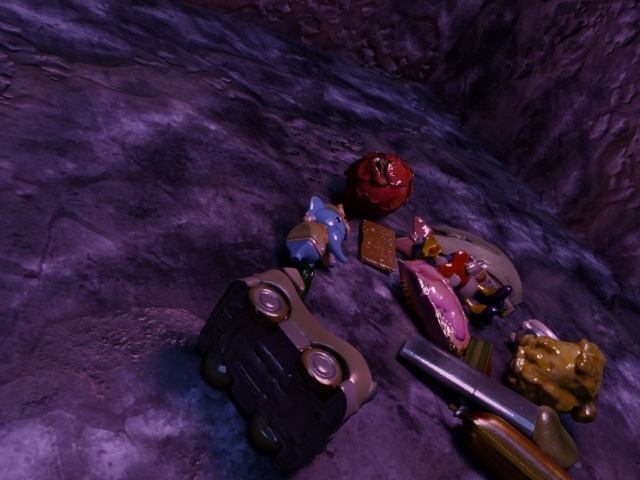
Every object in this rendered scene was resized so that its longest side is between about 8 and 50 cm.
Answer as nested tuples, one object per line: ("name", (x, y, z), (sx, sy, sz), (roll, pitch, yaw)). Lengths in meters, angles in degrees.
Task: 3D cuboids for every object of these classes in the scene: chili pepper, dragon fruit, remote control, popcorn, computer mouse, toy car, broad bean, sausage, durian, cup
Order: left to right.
("toy car", (-0.056, 0.236, 1.096), (0.336, 0.242, 0.226), (46, 29, 20))
("chili pepper", (-0.065, 0.117, 1.417), (0.073, 0.050, 0.182), (50, 37, 10))
("dragon fruit", (0.196, -0.190, 1.932), (0.250, 0.250, 0.315), (21, -9, -23))
("durian", (0.340, 0.207, 1.656), (0.191, 0.112, 0.341), (7, 48, -53))
("remote control", (0.386, 0.371, 1.449), (0.377, 0.044, 0.107), (30, 46, 14))
("computer mouse", (0.587, 0.078, 2.038), (0.429, 0.145, 0.228), (36, 33, 2))
("sausage", (0.435, 0.504, 1.325), (0.317, 0.117, 0.125), (39, 16, 9))
("cup", (0.687, 0.332, 1.777), (0.142, 0.134, 0.173), (51, 13, 26))
("broad bean", (0.616, 0.526, 1.489), (0.124, 0.082, 0.174), (-14, 62, -32))
("popcorn", (0.677, 0.397, 1.608), (0.250, 0.242, 0.235), (10, -14, 26))

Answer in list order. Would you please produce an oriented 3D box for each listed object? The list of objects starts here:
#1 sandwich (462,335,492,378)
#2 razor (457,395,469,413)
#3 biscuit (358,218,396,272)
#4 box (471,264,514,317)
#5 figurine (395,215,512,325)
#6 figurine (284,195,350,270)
("sandwich", (0.446, 0.332, 1.544), (0.074, 0.117, 0.074), (18, 0, 44))
("razor", (0.483, 0.440, 1.516), (0.277, 0.056, 0.111), (21, 32, -23))
("biscuit", (0.188, 0.016, 1.828), (0.131, 0.025, 0.231), (23, 34, -7))
("box", (0.596, 0.177, 1.926), (0.207, 0.050, 0.041), (49, 9, -17))
("figurine", (0.436, 0.097, 1.846), (0.421, 0.154, 0.193), (45, -6, 7))
("figurine", (-0.004, 0.000, 1.584), (0.180, 0.154, 0.262), (37, 47, -15))
